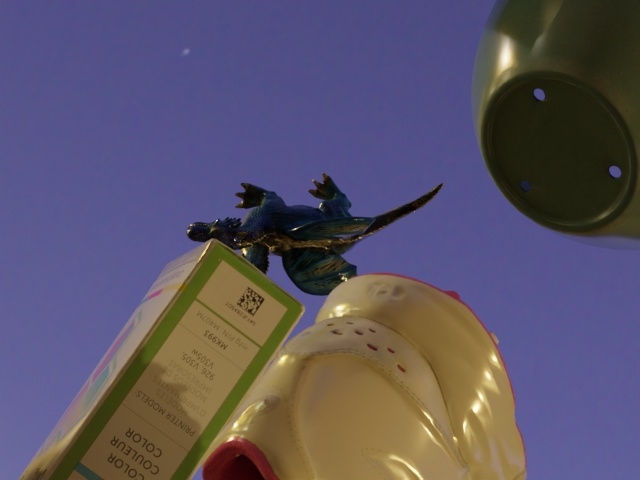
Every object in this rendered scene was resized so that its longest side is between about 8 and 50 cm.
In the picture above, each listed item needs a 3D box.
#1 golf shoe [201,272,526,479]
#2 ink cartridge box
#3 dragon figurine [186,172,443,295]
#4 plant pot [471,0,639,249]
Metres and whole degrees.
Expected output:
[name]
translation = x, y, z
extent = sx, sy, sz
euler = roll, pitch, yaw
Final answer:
[golf shoe]
translation = 0.037, 0.173, 0.608
extent = 0.115, 0.140, 0.306
euler = -9, -73, 42
[ink cartridge box]
translation = -0.100, 0.104, 0.729
extent = 0.062, 0.209, 0.109
euler = 36, -16, -9
[dragon figurine]
translation = 0.000, 0.000, 1.411
extent = 0.144, 0.289, 0.085
euler = -126, -140, -58
[plant pot]
translation = 0.233, -0.106, 1.145
extent = 0.290, 0.195, 0.290
euler = 22, -51, 29
